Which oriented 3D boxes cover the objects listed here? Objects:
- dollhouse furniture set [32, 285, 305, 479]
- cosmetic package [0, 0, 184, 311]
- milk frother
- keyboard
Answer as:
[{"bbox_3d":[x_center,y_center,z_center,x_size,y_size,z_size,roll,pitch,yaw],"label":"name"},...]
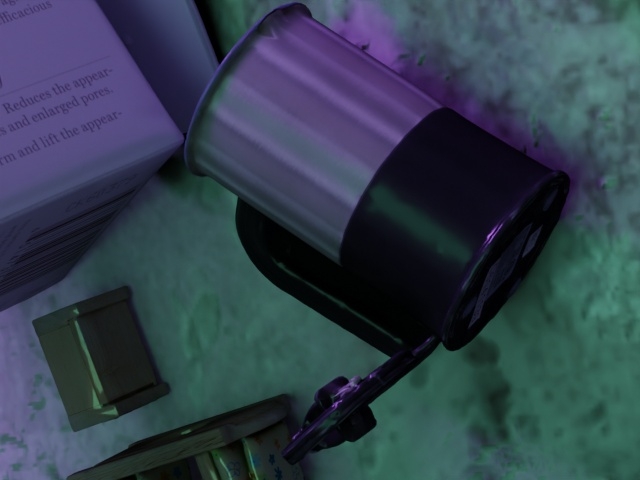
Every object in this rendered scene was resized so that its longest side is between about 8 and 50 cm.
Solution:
[{"bbox_3d":[-0.079,0.114,0.788,0.101,0.161,0.182,-21,91,31],"label":"dollhouse furniture set"},{"bbox_3d":[-0.188,-0.060,0.797,0.183,0.151,0.151,56,142,8],"label":"cosmetic package"},{"bbox_3d":[0.000,0.000,0.730,0.135,0.143,0.129,34,122,17],"label":"milk frother"},{"bbox_3d":[-0.111,-0.162,0.806,0.072,0.014,0.256,-14,107,26],"label":"keyboard"}]
